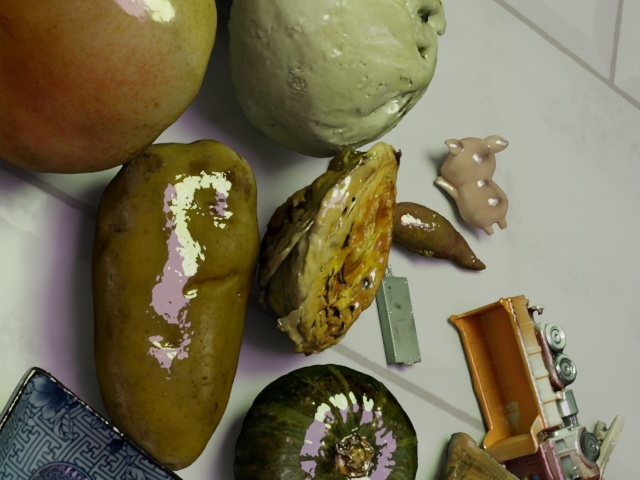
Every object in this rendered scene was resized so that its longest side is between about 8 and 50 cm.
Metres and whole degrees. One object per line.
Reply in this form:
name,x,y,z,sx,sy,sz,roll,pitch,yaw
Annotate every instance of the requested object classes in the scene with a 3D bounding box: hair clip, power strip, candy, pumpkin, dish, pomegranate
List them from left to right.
dish,-0.263,0.272,1.582,0.243,0.080,0.182,43,51,-24
pomegranate,-0.255,-0.217,1.632,0.319,0.319,0.319,16,65,-37
pumpkin,0.005,0.250,1.778,0.223,0.157,0.224,4,81,-24
power strip,0.099,0.098,2.007,0.051,0.019,0.136,0,75,-40
candy,0.173,0.360,1.920,0.143,0.101,0.271,40,45,0
hair clip,0.376,0.321,2.137,0.062,0.056,0.214,43,42,-12

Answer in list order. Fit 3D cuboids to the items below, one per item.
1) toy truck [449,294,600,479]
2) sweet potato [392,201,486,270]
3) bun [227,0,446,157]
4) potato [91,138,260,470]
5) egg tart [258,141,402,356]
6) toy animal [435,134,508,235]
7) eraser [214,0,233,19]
toy truck,0.276,0.211,2.059,0.135,0.114,0.270,-9,79,-44
sweet potato,0.156,-0.005,2.065,0.226,0.068,0.068,23,60,-35
bun,0.023,-0.274,1.855,0.326,0.234,0.362,-28,127,-66
potato,-0.164,0.066,1.705,0.176,0.195,0.369,3,75,5
egg tart,0.000,0.000,1.826,0.132,0.297,0.297,26,48,15
toy animal,0.219,-0.080,2.136,0.083,0.089,0.150,-30,104,-47
eraser,-0.093,-0.419,1.998,0.089,0.061,0.352,30,57,-31
